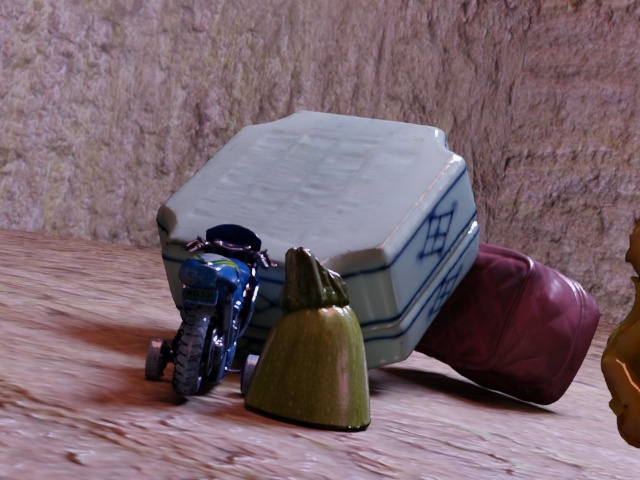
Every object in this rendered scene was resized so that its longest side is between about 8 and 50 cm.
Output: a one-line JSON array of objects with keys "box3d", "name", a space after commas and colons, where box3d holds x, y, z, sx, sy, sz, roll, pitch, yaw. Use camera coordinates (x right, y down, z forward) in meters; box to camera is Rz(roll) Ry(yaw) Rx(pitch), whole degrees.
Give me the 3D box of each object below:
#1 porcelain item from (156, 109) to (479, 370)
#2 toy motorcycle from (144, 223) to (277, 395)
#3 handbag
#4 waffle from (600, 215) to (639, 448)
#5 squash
[{"box3d": [0.000, 0.000, 1.258, 0.281, 0.157, 0.286, 9, 40, 29], "name": "porcelain item"}, {"box3d": [-0.087, 0.053, 1.022, 0.092, 0.135, 0.254, 11, 1, 1], "name": "toy motorcycle"}, {"box3d": [0.184, 0.082, 1.333, 0.135, 0.146, 0.225, 27, -7, -33], "name": "handbag"}, {"box3d": [0.304, 0.074, 0.642, 0.151, 0.261, 0.324, 19, -2, -42], "name": "waffle"}, {"box3d": [-0.001, 0.073, 0.967, 0.105, 0.132, 0.105, 9, 2, 0], "name": "squash"}]
